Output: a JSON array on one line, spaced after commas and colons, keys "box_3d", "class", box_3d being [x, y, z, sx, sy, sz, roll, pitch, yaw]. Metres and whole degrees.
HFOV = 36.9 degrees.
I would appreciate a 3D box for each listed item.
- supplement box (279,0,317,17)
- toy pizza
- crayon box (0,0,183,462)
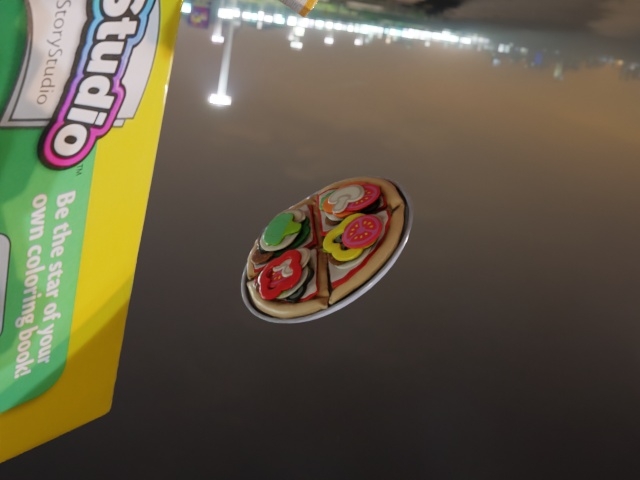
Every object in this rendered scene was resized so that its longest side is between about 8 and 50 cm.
[{"box_3d": [-0.041, -0.201, 0.676, 0.098, 0.036, 0.062, 32, -176, -10], "class": "supplement box"}, {"box_3d": [0.000, 0.000, 0.974, 0.032, 0.201, 0.201, 53, 167, -33], "class": "toy pizza"}, {"box_3d": [-0.204, -0.036, 0.327, 0.106, 0.363, 0.313, 38, -141, 27], "class": "crayon box"}]
